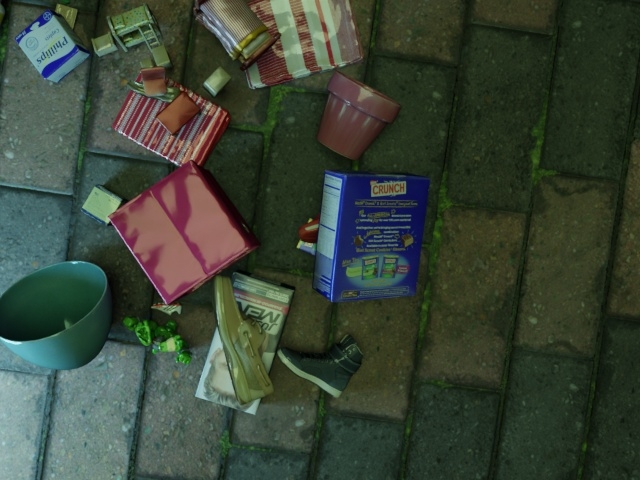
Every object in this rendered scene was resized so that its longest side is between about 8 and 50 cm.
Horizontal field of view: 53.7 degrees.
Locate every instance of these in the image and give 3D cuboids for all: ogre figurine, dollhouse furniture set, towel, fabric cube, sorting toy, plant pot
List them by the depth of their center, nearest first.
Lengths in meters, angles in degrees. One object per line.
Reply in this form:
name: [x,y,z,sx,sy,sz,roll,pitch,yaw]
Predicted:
dollhouse furniture set: [-0.303,-0.461,1.593,0.374,0.152,0.201,-44,104,-6]
fabric cube: [-0.335,-0.021,1.620,0.259,0.254,0.258,-34,90,1]
plant pot: [-0.661,0.219,1.632,0.290,0.290,0.196,-11,128,-1]
plant pot: [0.084,-0.320,1.660,0.201,0.201,0.180,28,107,-2]
dollhouse furniture set: [-0.506,-0.508,1.661,0.181,0.101,0.161,-22,77,-1]
ogre figurine: [-0.427,0.260,1.691,0.196,0.118,0.097,13,87,-3]
sorting toy: [-0.691,-0.620,1.717,0.061,0.012,0.083,16,94,2]
towel: [-0.063,-0.563,1.719,0.328,0.037,0.237,-15,91,0]
towel: [-0.404,-0.325,1.722,0.274,0.031,0.199,29,93,0]

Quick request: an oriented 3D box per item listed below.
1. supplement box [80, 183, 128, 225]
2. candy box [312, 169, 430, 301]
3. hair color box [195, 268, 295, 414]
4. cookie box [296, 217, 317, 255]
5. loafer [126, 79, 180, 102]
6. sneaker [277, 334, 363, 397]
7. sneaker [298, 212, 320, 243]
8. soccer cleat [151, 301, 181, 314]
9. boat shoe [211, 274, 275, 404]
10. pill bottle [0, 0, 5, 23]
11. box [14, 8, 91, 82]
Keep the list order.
supplement box: [-0.584,-0.096,1.710,0.083,0.056,0.083,31,91,-2]
candy box: [0.129,-0.017,1.615,0.268,0.122,0.318,-1,105,-31]
hair color box: [-0.198,0.270,1.702,0.173,0.105,0.348,17,92,-1]
cookie box: [0.000,0.000,1.730,0.107,0.040,0.092,24,89,-2]
loafer: [-0.439,-0.401,1.679,0.147,0.056,0.050,17,93,-9]
sneaker: [0.009,0.304,1.696,0.226,0.086,0.163,34,99,-23]
sneaker: [0.022,-0.075,1.692,0.221,0.087,0.128,-14,64,-29]
soccer cleat: [-0.423,0.188,1.734,0.083,0.029,0.036,-2,87,-6]
boat shoe: [-0.197,0.240,1.594,0.110,0.121,0.342,-15,104,-12]
pill bottle: [-0.901,-0.591,1.669,0.103,0.103,0.184,22,91,-1]
box: [-0.713,-0.517,1.684,0.126,0.072,0.137,-37,93,7]
